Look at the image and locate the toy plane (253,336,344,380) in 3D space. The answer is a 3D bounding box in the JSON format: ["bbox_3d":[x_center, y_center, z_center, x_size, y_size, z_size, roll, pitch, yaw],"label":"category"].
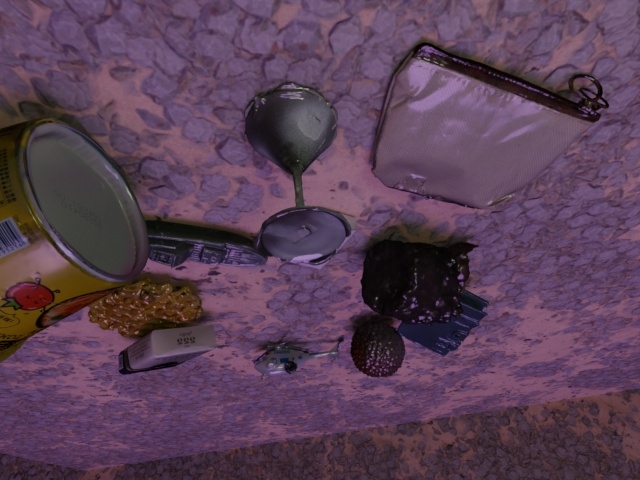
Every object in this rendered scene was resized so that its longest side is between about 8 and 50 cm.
[{"bbox_3d":[-0.065,0.369,1.316,0.273,0.107,0.182,6,147,-23],"label":"toy plane"}]

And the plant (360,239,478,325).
[{"bbox_3d":[0.211,0.089,0.922,0.234,0.203,0.178,8,-178,-39],"label":"plant"}]

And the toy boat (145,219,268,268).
[{"bbox_3d":[-0.229,0.019,0.834,0.261,0.085,0.078,11,139,-22],"label":"toy boat"}]

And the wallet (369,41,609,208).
[{"bbox_3d":[0.243,-0.164,0.686,0.336,0.068,0.274,12,136,-13],"label":"wallet"}]

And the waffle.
[{"bbox_3d":[-0.424,0.167,1.028,0.281,0.060,0.262,0,146,-6],"label":"waffle"}]

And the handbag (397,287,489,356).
[{"bbox_3d":[0.320,0.211,1.125,0.179,0.062,0.229,27,136,4],"label":"handbag"}]

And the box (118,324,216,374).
[{"bbox_3d":[-0.410,0.291,1.123,0.168,0.071,0.259,3,155,-41],"label":"box"}]

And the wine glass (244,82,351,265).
[{"bbox_3d":[-0.033,-0.089,0.596,0.156,0.232,0.156,-5,143,-4],"label":"wine glass"}]

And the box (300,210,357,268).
[{"bbox_3d":[0.000,0.000,0.883,0.084,0.040,0.154,12,140,-28],"label":"box"}]

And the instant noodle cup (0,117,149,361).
[{"bbox_3d":[-0.427,-0.010,0.599,0.254,0.325,0.325,-23,142,5],"label":"instant noodle cup"}]

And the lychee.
[{"bbox_3d":[0.168,0.319,1.233,0.165,0.165,0.197,-20,129,17],"label":"lychee"}]
